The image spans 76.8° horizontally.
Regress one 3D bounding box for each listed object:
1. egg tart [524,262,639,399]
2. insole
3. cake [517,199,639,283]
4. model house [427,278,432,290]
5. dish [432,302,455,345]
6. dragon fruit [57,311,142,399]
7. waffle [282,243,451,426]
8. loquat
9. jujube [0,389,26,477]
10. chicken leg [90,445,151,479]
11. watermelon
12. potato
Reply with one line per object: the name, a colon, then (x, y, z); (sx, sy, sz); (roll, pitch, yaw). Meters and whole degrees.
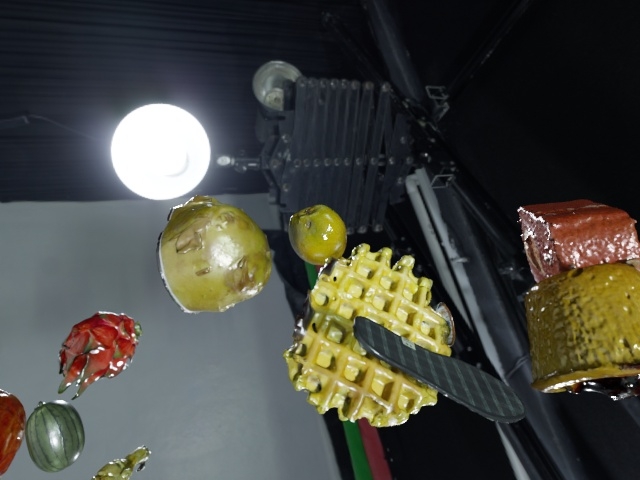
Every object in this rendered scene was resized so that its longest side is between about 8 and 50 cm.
egg tart: (0.393, 0.135, 0.573); (0.215, 0.215, 0.170); (121, -34, -57)
insole: (0.174, 0.183, 0.568); (0.012, 0.309, 0.110); (-55, -165, 22)
cake: (0.479, 0.021, 0.771); (0.283, 0.151, 0.177); (-46, 129, -74)
model house: (0.286, 0.269, 1.402); (0.325, 0.267, 0.194); (-47, -156, 8)
dish: (0.379, 0.281, 1.332); (0.078, 0.141, 0.141); (-19, -104, 34)
dragon fruit: (-0.655, 0.322, 1.183); (0.193, 0.274, 0.192); (49, -29, -4)
waffle: (0.084, 0.144, 0.681); (0.060, 0.307, 0.312); (118, -33, -53)
loquat: (0.000, 0.000, 1.419); (0.246, 0.213, 0.213); (63, -14, -22)
jujube: (-0.609, 0.364, 0.646); (0.255, 0.190, 0.190); (-84, -174, -49)
chicken leg: (-0.553, 0.642, 1.114); (0.088, 0.228, 0.103); (26, -65, 17)
watermelon: (-0.409, 0.298, 0.623); (0.078, 0.078, 0.110); (-18, -93, 68)
potato: (-0.206, 0.018, 0.889); (0.299, 0.196, 0.246); (-102, 177, -60)
